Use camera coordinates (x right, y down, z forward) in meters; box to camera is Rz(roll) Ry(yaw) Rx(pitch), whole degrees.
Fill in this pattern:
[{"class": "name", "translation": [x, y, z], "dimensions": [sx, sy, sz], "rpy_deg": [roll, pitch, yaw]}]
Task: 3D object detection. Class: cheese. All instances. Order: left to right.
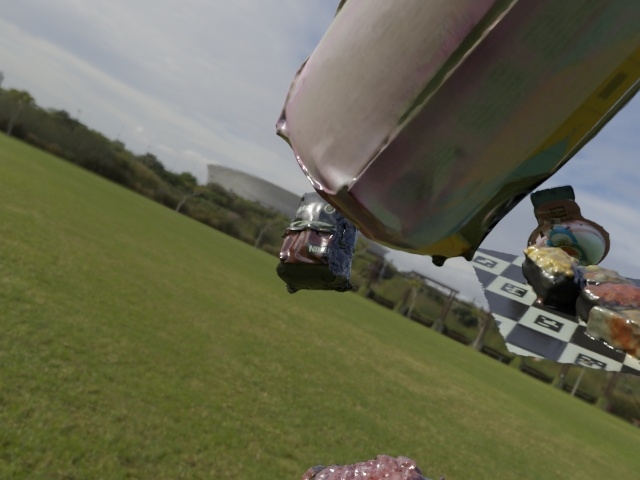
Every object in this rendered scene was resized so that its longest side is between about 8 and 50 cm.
[{"class": "cheese", "translation": [0.559, -0.014, 1.536], "dimensions": [0.189, 0.074, 0.285], "rpy_deg": [-11, -51, 24]}]

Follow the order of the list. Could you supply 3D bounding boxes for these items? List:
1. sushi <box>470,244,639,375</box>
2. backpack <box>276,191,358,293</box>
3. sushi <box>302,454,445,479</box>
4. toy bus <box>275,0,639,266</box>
[{"class": "sushi", "translation": [0.343, 0.062, 0.812], "dimensions": [0.294, 0.059, 0.292], "rpy_deg": [10, 22, 1]}, {"class": "backpack", "translation": [-0.003, -0.001, 1.073], "dimensions": [0.120, 0.165, 0.106], "rpy_deg": [-3, -25, 21]}, {"class": "sushi", "translation": [0.073, 0.456, 1.033], "dimensions": [0.270, 0.236, 0.170], "rpy_deg": [-6, 30, 14]}, {"class": "toy bus", "translation": [0.120, -0.157, 0.442], "dimensions": [0.163, 0.386, 0.171], "rpy_deg": [12, 39, -39]}]
